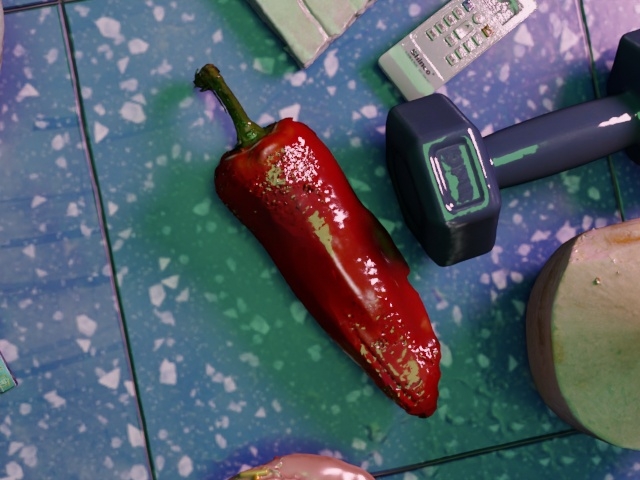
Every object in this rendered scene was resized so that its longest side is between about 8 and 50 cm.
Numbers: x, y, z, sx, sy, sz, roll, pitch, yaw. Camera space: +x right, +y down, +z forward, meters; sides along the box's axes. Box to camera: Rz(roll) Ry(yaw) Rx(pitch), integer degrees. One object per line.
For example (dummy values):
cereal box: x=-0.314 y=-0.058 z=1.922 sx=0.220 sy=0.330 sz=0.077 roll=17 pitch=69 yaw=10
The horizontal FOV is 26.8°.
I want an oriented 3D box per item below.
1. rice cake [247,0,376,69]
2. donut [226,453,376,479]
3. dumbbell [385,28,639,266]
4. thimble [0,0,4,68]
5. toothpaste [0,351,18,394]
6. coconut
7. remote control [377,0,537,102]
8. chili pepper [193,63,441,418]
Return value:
rice cake: x=-0.044 y=-0.280 z=1.274 sx=0.124 sy=0.038 sz=0.211 roll=-44 pitch=94 yaw=-6
donut: x=-0.037 y=0.305 z=1.240 sx=0.199 sy=0.085 sz=0.233 roll=23 pitch=86 yaw=-7
dumbbell: x=0.224 y=-0.092 z=1.256 sx=0.316 sy=0.156 sz=0.144 roll=-18 pitch=62 yaw=-8
thimble: x=-0.380 y=-0.191 z=1.164 sx=0.205 sy=0.172 sz=0.250 roll=-25 pitch=95 yaw=-12
toothpaste: x=-0.308 y=0.102 z=1.241 sx=0.020 sy=0.017 sz=0.083 roll=-28 pitch=93 yaw=-7
coconut: x=0.302 y=0.081 z=1.222 sx=0.241 sy=0.241 sz=0.241 roll=0 pitch=89 yaw=-8
remote control: x=0.132 y=-0.200 z=1.301 sx=0.162 sy=0.029 sz=0.061 roll=-38 pitch=96 yaw=-11
chili pepper: x=0.000 y=0.000 z=1.240 sx=0.110 sy=0.110 sz=0.387 roll=-36 pitch=97 yaw=-7
